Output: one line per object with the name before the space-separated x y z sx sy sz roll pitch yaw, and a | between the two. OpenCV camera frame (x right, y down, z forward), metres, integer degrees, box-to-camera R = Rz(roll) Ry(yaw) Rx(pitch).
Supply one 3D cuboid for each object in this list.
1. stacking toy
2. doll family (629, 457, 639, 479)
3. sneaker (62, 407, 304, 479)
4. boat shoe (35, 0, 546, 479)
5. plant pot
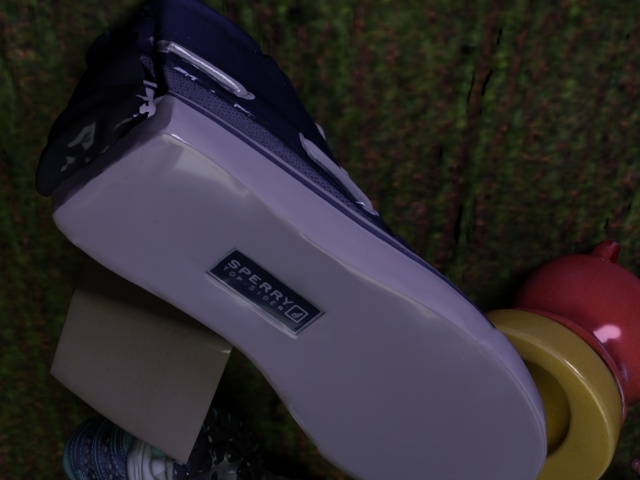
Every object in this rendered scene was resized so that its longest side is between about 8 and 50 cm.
stacking toy | 0.187 0.168 1.119 0.279 0.130 0.309 33 138 12
doll family | 0.219 0.230 1.258 0.111 0.076 0.193 6 141 19
sneaker | -0.074 0.192 1.213 0.122 0.110 0.283 4 145 30
boat shoe | 0.000 0.000 0.972 0.127 0.158 0.340 -33 122 25
plant pot | -0.101 0.048 1.061 0.096 0.109 0.109 19 131 -5
